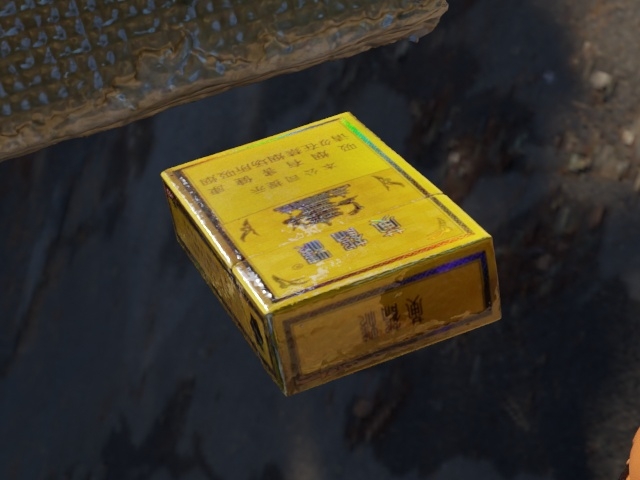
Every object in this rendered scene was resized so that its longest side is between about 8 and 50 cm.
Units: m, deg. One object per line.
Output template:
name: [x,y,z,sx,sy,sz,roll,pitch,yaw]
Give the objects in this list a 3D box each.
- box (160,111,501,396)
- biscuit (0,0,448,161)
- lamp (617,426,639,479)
box: [0.000,0.000,1.230,0.301,0.193,0.084,-131,25,-58]
biscuit: [-0.132,-0.132,0.854,0.078,0.426,0.144,154,96,-76]
lamp: [0.297,0.194,0.996,0.164,0.187,0.188,-60,-7,-73]
